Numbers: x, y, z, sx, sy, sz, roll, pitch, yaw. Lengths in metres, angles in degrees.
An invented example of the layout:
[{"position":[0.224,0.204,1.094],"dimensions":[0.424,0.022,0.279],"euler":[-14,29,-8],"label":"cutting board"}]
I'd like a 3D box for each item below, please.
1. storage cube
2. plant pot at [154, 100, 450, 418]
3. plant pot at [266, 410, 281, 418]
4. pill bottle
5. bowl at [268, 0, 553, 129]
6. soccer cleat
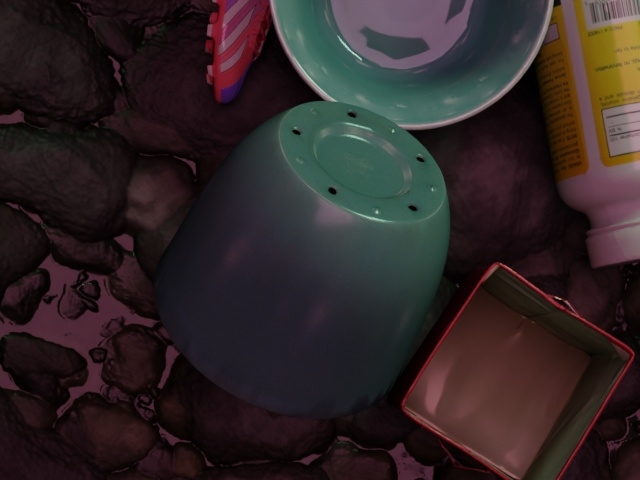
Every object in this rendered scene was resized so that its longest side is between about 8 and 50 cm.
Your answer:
[{"position":[0.200,0.154,1.466],"dimensions":[0.183,0.193,0.215],"euler":[33,85,1],"label":"storage cube"},{"position":[0.000,0.000,1.380],"dimensions":[0.293,0.293,0.235],"euler":[28,129,0],"label":"plant pot"},{"position":[-0.039,0.132,1.507],"dimensions":[0.109,0.096,0.109],"euler":[-34,87,-4],"label":"plant pot"},{"position":[0.347,-0.143,1.500],"dimensions":[0.187,0.188,0.334],"euler":[-9,86,-3],"label":"pill bottle"},{"position":[0.096,-0.284,1.500],"dimensions":[0.311,0.163,0.312],"euler":[0,97,-1],"label":"bowl"},{"position":[-0.081,-0.280,1.553],"dimensions":[0.095,0.083,0.248],"euler":[6,82,-6],"label":"soccer cleat"}]
